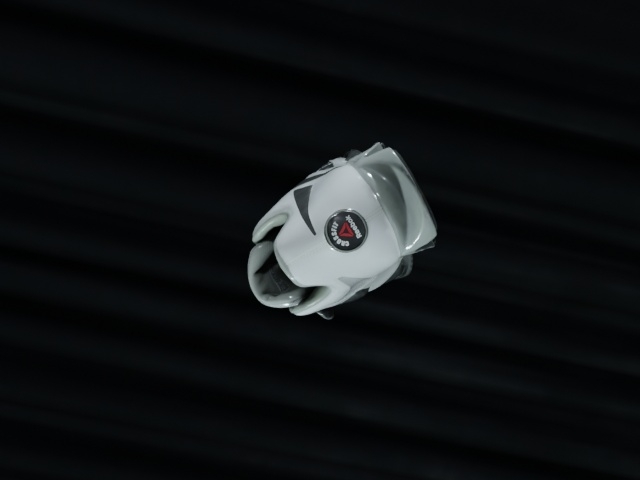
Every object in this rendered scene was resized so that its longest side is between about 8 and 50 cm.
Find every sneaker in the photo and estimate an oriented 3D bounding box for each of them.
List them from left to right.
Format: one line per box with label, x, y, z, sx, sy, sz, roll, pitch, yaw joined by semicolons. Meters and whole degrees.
sneaker;0.000;0.000;1.637;0.122;0.146;0.330;60;175;5
